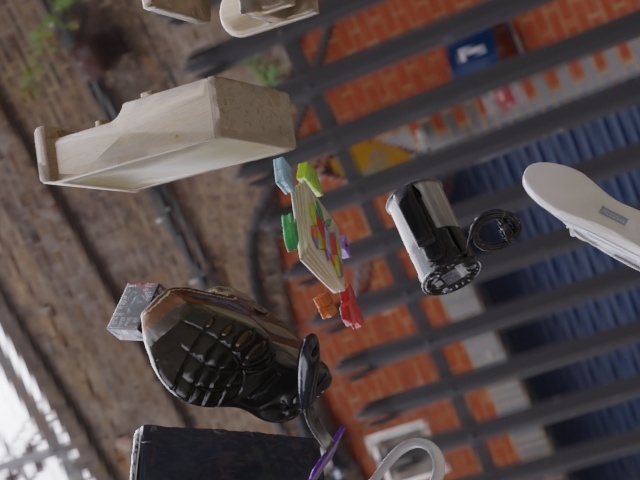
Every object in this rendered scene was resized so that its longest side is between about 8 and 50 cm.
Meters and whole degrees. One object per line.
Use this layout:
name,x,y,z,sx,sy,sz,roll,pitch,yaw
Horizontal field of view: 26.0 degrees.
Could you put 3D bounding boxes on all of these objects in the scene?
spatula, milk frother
spatula,-0.006,0.196,1.549,0.084,0.030,0.296,-54,-27,-32
milk frother,0.173,-0.026,1.798,0.129,0.143,0.135,75,173,-61

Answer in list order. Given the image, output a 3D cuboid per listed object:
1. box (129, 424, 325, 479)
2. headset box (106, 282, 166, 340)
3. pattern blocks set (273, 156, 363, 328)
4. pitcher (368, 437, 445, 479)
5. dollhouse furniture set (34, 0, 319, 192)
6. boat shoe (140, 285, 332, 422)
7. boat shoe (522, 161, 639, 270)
box,-0.149,0.591,1.954,0.472,0.297,0.480,-103,19,-64
headset box,-0.244,0.093,1.880,0.032,0.062,0.083,48,-127,-40
pattern blocks set,0.000,0.000,2.345,0.325,0.026,0.285,36,-139,-66
pitcher,0.062,0.333,1.606,0.125,0.207,0.178,33,-138,-53
dollhouse furniture set,-0.200,-0.277,1.635,0.362,0.256,0.394,4,-104,-59
boat shoe,-0.108,0.117,1.573,0.120,0.122,0.324,56,-171,31
boat shoe,0.307,-0.023,1.559,0.066,0.184,0.063,-56,-15,-34
